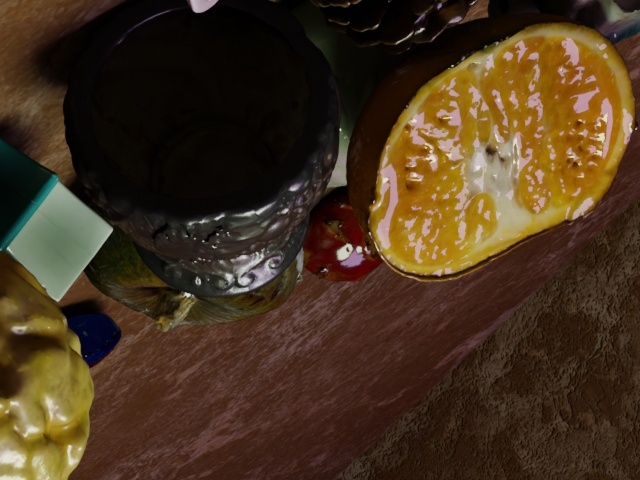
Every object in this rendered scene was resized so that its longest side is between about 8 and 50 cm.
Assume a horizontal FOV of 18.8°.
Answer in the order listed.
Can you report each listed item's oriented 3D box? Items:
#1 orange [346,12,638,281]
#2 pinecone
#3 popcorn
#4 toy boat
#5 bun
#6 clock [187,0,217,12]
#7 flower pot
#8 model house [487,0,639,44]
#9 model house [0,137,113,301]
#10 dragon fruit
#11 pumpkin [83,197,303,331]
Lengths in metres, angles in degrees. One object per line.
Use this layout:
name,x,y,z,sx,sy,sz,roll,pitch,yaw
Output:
orange,0.178,-0.106,2.008,0.310,0.274,0.274,-14,166,8
pinecone,0.068,-0.283,1.899,0.184,0.179,0.204,-55,147,-6
popcorn,-0.408,0.131,1.836,0.390,0.344,0.354,-17,-158,13
toy boat,-0.401,0.182,2.507,0.318,0.072,0.219,-30,169,21
bun,0.022,-0.148,2.154,0.293,0.187,0.293,-29,163,-10
clock,-0.139,-0.282,1.648,0.275,0.080,0.290,-32,162,-9
flower pot,-0.108,-0.079,1.917,0.266,0.266,0.267,-32,159,-11
model house,0.323,-0.341,2.139,0.298,0.243,0.284,-25,170,-19
model house,-0.306,-0.025,1.930,0.100,0.149,0.127,-53,-149,-16
dragon fruit,0.000,0.000,2.692,0.246,0.125,0.125,-8,167,-24
pumpkin,-0.153,0.017,2.165,0.260,0.189,0.260,5,159,2
